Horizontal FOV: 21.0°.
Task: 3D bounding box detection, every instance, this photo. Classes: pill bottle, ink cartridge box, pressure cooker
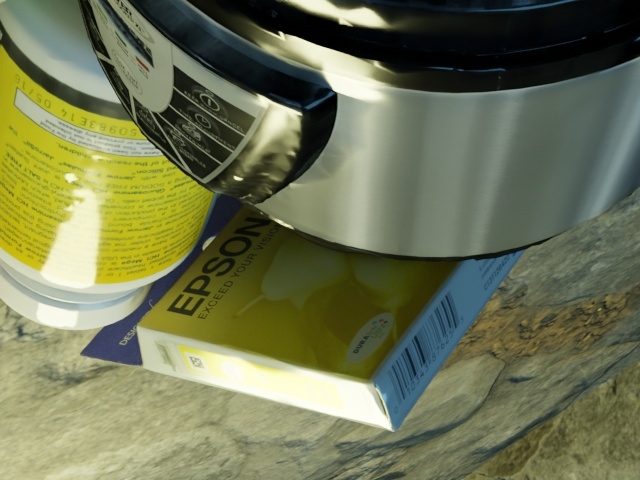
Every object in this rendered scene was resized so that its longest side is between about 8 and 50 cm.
[{"bbox_3d":[-0.155,-0.082,1.227,0.188,0.188,0.334,-17,152,-28],"label":"pill bottle"},{"bbox_3d":[0.000,0.000,1.366,0.303,0.307,0.072,-51,139,-35],"label":"ink cartridge box"},{"bbox_3d":[0.057,-0.214,0.843,0.370,0.375,0.420,5,162,1],"label":"pressure cooker"}]

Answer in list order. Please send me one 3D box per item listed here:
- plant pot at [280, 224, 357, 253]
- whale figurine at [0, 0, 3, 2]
[{"bbox_3d":[0.052,-0.156,1.288,0.229,0.263,0.263,-36,162,-33],"label":"plant pot"},{"bbox_3d":[-0.231,-0.253,0.923,0.216,0.141,0.272,-40,134,-11],"label":"whale figurine"}]
